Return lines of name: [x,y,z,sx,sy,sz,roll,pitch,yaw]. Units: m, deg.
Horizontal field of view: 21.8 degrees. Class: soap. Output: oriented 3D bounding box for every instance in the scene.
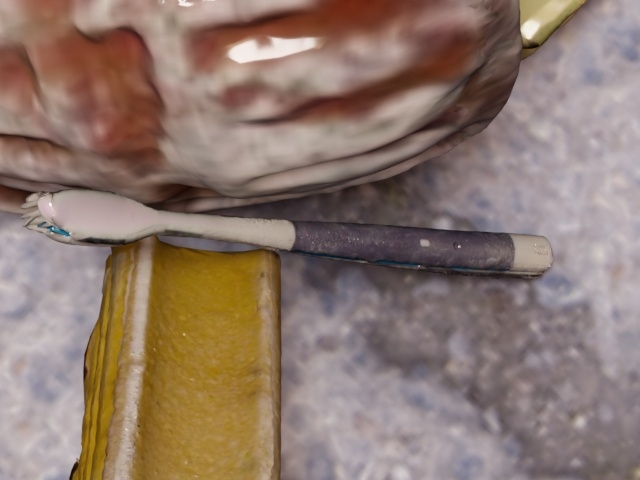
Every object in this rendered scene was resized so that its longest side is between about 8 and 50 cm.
soap: [-0.065,0.106,0.688,0.080,0.257,0.160,11,129,-9]

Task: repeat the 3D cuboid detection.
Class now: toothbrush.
toothbrush: [0.000,0.000,0.708,0.288,0.026,0.024,4,84,-41]

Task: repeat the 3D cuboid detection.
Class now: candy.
candy: [-0.056,-0.094,0.668,0.289,0.214,0.157,-9,59,16]

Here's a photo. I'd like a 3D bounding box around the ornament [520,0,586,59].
ornament: [0.023,-0.153,0.782,0.180,0.059,0.201,-43,90,4]
